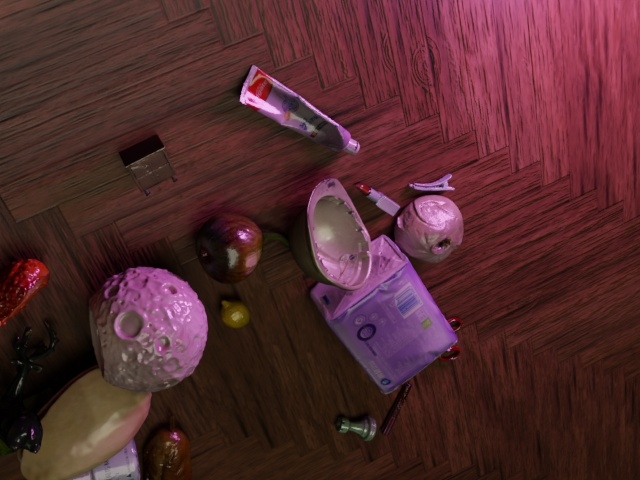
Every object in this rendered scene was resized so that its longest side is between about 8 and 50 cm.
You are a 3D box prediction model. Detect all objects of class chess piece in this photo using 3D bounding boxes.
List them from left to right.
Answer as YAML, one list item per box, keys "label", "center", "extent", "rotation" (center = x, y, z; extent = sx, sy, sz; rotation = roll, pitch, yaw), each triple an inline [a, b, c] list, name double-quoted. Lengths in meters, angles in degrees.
- label: "chess piece"
  center: [0.095, 0.509, 2.147]
  extent: [0.103, 0.067, 0.067]
  rotation: [15, 112, -22]

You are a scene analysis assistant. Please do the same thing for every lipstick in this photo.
- label: "lipstick"
  center: [0.127, -0.099, 1.801]
  extent: [0.129, 0.030, 0.030]
  rotation: [29, 104, -37]
- label: "lipstick"
  center: [0.214, 0.471, 2.201]
  extent: [0.027, 0.027, 0.176]
  rotation: [10, 114, -30]

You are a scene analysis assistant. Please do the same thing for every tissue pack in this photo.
- label: "tissue pack"
  center: [0.158, 0.187, 1.913]
  extent: [0.242, 0.160, 0.338]
  rotation: [-35, 129, -1]

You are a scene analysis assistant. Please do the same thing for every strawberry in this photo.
- label: "strawberry"
  center: [-0.607, 0.108, 1.518]
  extent: [0.082, 0.121, 0.188]
  rotation: [43, 100, -7]

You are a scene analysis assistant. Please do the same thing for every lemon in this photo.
- label: "lemon"
  center: [-0.196, 0.165, 1.786]
  extent: [0.065, 0.065, 0.092]
  rotation: [-36, 126, -2]

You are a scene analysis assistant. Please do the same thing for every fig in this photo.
- label: "fig"
  center: [-0.148, 0.008, 1.685]
  extent: [0.245, 0.149, 0.149]
  rotation: [-12, 126, -41]

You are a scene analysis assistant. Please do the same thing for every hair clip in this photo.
- label: "hair clip"
  center: [0.262, -0.135, 1.848]
  extent: [0.115, 0.030, 0.039]
  rotation: [-5, 102, -26]

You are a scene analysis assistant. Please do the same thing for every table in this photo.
- label: "table"
  center: [-0.330, -0.143, 1.525]
  extent: [0.083, 0.070, 0.082]
  rotation: [-29, 127, -8]

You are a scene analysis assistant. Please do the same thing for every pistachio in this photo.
- label: "pistachio"
  center: [-0.503, 0.389, 1.680]
  extent: [0.318, 0.193, 0.214]
  rotation: [-38, 127, -17]

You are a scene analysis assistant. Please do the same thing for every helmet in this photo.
- label: "helmet"
  center: [-0.004, -0.003, 1.732]
  extent: [0.204, 0.137, 0.257]
  rotation: [-50, 122, -45]

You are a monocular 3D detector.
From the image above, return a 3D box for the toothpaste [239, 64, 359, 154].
- label: "toothpaste"
  center: [-0.036, -0.253, 1.618]
  extent: [0.301, 0.048, 0.075]
  rotation: [26, 110, -33]

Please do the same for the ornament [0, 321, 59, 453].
- label: "ornament"
  center: [-0.587, 0.285, 1.578]
  extent: [0.080, 0.202, 0.236]
  rotation: [22, 85, -37]

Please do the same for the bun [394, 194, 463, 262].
- label: "bun"
  center: [0.266, -0.018, 1.866]
  extent: [0.173, 0.113, 0.167]
  rotation: [-31, 128, -9]

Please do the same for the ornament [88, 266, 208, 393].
- label: "ornament"
  center: [-0.348, 0.179, 1.603]
  extent: [0.225, 0.259, 0.259]
  rotation: [-11, 123, -22]

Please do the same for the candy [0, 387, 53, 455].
- label: "candy"
  center: [-0.693, 0.417, 1.697]
  extent: [0.246, 0.069, 0.149]
  rotation: [-15, 123, -23]

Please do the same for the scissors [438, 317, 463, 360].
- label: "scissors"
  center: [0.272, 0.294, 2.127]
  extent: [0.247, 0.017, 0.144]
  rotation: [-14, 124, -16]

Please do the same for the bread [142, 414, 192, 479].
- label: "bread"
  center: [-0.373, 0.572, 1.940]
  extent: [0.124, 0.084, 0.344]
  rotation: [-6, 121, -23]

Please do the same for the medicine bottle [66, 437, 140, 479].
- label: "medicine bottle"
  center: [-0.510, 0.517, 1.809]
  extent: [0.168, 0.135, 0.135]
  rotation: [-9, 123, -20]
